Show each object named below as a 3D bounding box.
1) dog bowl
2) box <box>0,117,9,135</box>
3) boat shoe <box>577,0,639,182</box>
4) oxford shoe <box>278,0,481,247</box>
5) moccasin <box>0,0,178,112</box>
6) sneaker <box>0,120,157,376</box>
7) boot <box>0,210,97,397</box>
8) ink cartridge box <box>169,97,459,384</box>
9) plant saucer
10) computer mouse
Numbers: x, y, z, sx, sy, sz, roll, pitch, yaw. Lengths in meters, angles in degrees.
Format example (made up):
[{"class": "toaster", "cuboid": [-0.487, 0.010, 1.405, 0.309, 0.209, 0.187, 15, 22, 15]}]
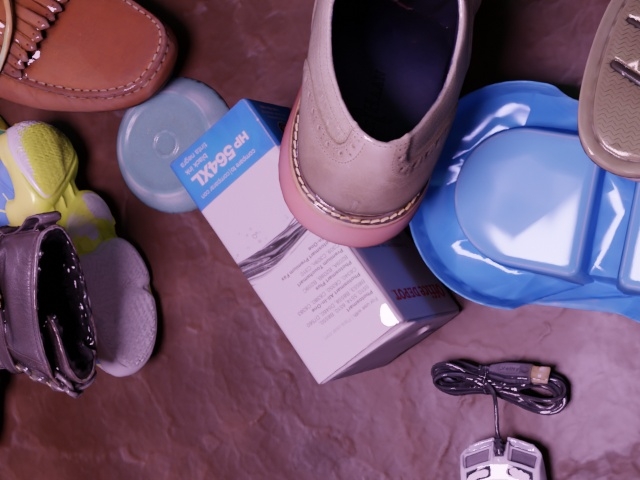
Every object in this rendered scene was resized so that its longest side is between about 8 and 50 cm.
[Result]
[{"class": "dog bowl", "cuboid": [0.214, -0.020, 0.841, 0.297, 0.074, 0.165, 11, 94, 21]}, {"class": "box", "cuboid": [-0.361, -0.073, 1.051, 0.179, 0.105, 0.043, -49, 68, 15]}, {"class": "boat shoe", "cuboid": [0.262, -0.167, 0.774, 0.113, 0.103, 0.302, 27, 83, 13]}, {"class": "oxford shoe", "cuboid": [0.064, -0.198, 0.808, 0.141, 0.146, 0.396, 9, 68, -8]}, {"class": "moccasin", "cuboid": [-0.296, -0.225, 0.981, 0.380, 0.147, 0.139, 31, 77, 9]}, {"class": "sneaker", "cuboid": [-0.233, 0.020, 1.024, 0.126, 0.091, 0.240, -30, 79, 38]}, {"class": "boot", "cuboid": [-0.267, 0.092, 0.961, 0.229, 0.091, 0.262, 12, 115, 41]}, {"class": "ink cartridge box", "cuboid": [0.000, 0.000, 0.885, 0.086, 0.148, 0.203, -39, 76, 18]}, {"class": "plant saucer", "cuboid": [-0.130, -0.083, 1.005, 0.119, 0.021, 0.119, 0, 90, 21]}, {"class": "computer mouse", "cuboid": [0.138, 0.188, 0.890, 0.106, 0.042, 0.192, -2, 84, 17]}]
